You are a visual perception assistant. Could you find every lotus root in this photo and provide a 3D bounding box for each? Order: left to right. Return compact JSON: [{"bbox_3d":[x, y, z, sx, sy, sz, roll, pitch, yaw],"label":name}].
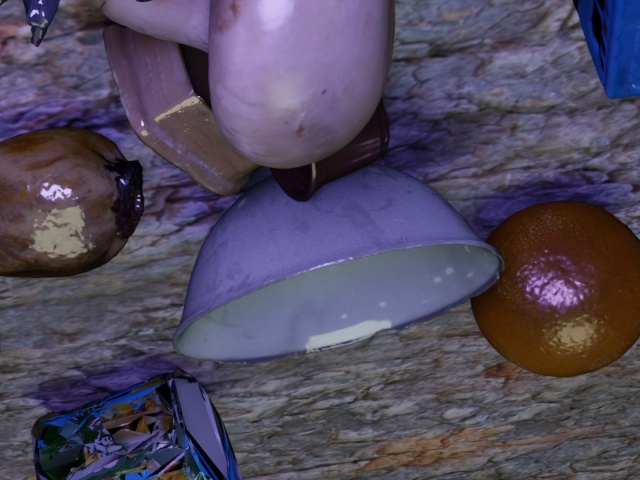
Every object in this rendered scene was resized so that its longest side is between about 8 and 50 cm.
[{"bbox_3d":[-0.252,-0.027,1.380,0.214,0.138,0.138,-12,155,-3],"label":"lotus root"}]

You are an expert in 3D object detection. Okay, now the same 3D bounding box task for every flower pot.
[{"bbox_3d":[0.006,-0.097,1.397,0.089,0.111,0.111,-18,158,-21],"label":"flower pot"}]

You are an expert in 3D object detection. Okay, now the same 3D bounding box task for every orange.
[{"bbox_3d":[0.255,0.052,1.721,0.206,0.206,0.206,-11,155,-5],"label":"orange"}]

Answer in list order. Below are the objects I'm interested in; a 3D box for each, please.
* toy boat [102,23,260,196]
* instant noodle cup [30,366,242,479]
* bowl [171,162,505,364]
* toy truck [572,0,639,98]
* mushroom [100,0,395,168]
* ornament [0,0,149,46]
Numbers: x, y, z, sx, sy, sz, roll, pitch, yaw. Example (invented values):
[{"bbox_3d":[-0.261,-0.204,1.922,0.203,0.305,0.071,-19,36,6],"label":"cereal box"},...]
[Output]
[{"bbox_3d":[-0.090,-0.104,1.307,0.061,0.116,0.188,-29,150,16],"label":"toy boat"},{"bbox_3d":[-0.207,0.271,1.935,0.178,0.240,0.240,-27,153,8],"label":"instant noodle cup"},{"bbox_3d":[0.000,0.000,1.516,0.313,0.146,0.313,-14,162,-4],"label":"bowl"},{"bbox_3d":[0.250,-0.253,1.101,0.161,0.162,0.385,-11,155,0],"label":"toy truck"},{"bbox_3d":[-0.042,-0.153,1.133,0.209,0.206,0.206,1,152,-17],"label":"mushroom"},{"bbox_3d":[-0.148,-0.222,1.025,0.080,0.202,0.236,30,157,-31],"label":"ornament"}]
